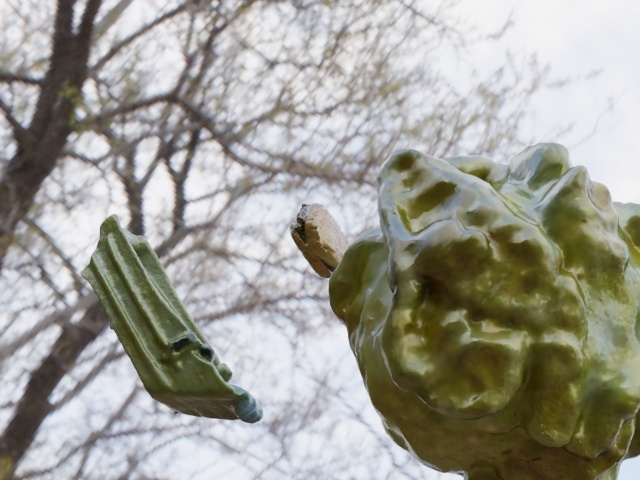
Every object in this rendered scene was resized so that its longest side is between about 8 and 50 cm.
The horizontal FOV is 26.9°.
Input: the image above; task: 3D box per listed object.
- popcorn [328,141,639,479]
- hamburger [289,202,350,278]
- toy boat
[{"bbox_3d":[0.158,0.059,1.126,0.312,0.312,0.312,12,-51,16],"label":"popcorn"},{"bbox_3d":[0.000,0.000,1.451,0.044,0.076,0.083,-30,-74,24],"label":"hamburger"},{"bbox_3d":[-0.167,0.096,1.398,0.276,0.084,0.111,51,0,31],"label":"toy boat"}]
